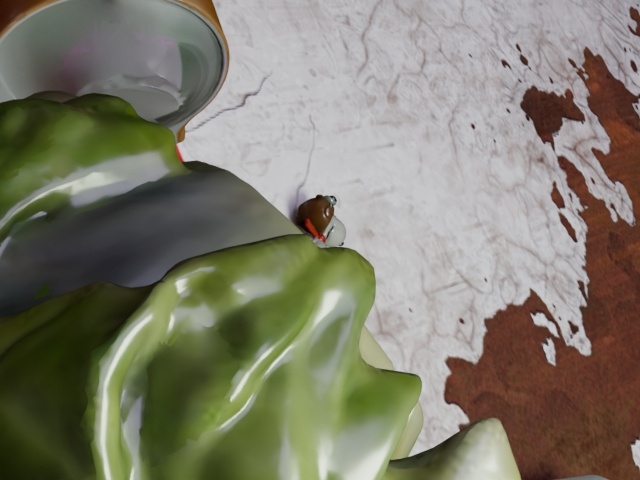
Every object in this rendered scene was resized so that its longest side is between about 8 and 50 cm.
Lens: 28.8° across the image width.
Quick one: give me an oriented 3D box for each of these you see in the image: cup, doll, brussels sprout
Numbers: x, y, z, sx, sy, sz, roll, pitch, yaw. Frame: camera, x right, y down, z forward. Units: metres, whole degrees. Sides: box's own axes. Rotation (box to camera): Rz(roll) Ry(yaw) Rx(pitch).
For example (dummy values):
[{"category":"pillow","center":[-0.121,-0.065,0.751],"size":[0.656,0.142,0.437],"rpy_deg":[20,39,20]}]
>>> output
[{"category":"cup","center":[-0.171,-0.201,0.997],"size":[0.226,0.182,0.264],"rpy_deg":[61,15,-59]},{"category":"doll","center":[-0.004,-0.002,1.132],"size":[0.058,0.040,0.085],"rpy_deg":[57,37,-19]},{"category":"brussels sprout","center":[-0.145,0.128,0.639],"size":[0.361,0.425,0.342],"rpy_deg":[-44,125,-12]}]

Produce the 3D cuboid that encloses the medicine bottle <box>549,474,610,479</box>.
[{"category":"medicine bottle","center":[0.207,0.275,1.130],"size":[0.219,0.078,0.115],"rpy_deg":[2,36,-39]}]
